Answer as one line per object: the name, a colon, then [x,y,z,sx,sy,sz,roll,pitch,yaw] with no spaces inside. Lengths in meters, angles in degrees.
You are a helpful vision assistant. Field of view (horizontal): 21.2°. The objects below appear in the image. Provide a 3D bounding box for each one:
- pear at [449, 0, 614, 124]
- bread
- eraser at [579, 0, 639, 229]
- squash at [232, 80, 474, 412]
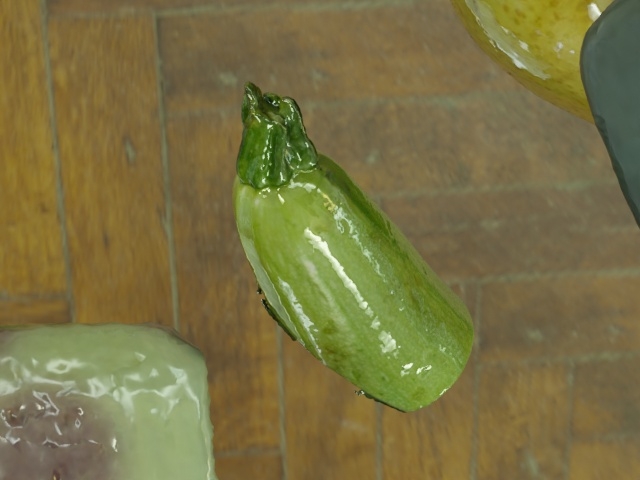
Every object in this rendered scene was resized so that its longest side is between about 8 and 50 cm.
pear: [0.217,-0.201,0.988,0.314,0.314,0.314,-3,118,-6]
bread: [-0.222,0.115,0.726,0.338,0.187,0.155,-2,85,-12]
eraser: [0.212,0.049,0.477,0.352,0.061,0.089,38,143,-17]
squash: [-0.002,0.001,0.851,0.075,0.090,0.200,0,141,39]
